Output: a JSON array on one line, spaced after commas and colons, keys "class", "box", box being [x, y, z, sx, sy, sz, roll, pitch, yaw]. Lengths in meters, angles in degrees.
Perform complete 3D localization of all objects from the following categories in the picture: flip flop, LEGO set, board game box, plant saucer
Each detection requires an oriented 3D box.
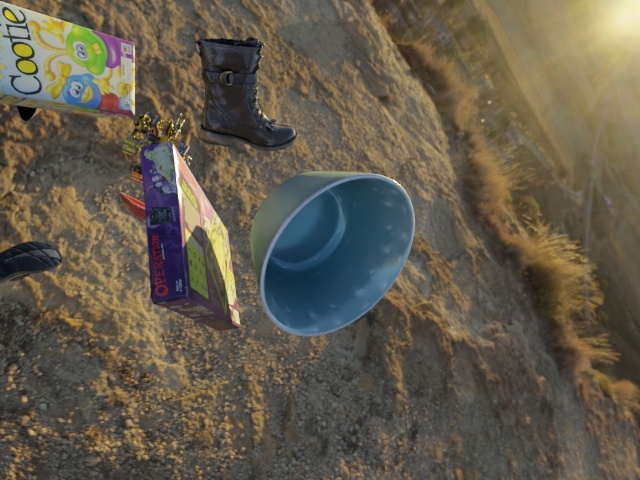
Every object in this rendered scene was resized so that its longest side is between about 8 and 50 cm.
[{"class": "flip flop", "box": [-0.967, 0.088, 1.285, 0.277, 0.080, 0.112, -33, 88, -43]}, {"class": "LEGO set", "box": [-0.633, -0.343, 1.643, 0.192, 0.331, 0.254, 24, 59, -7]}, {"class": "board game box", "box": [-0.502, -0.315, 0.738, 0.275, 0.142, 0.144, -10, 106, -54]}, {"class": "plant saucer", "box": [-0.679, -0.098, 1.672, 0.259, 0.259, 0.047, 32, 85, -39]}, {"class": "board game box", "box": [-0.191, 0.024, 0.654, 0.056, 0.346, 0.207, -6, 72, -3]}]

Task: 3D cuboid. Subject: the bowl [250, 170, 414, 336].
[{"class": "bowl", "box": [0.000, 0.000, 0.742, 0.312, 0.163, 0.311, -18, 127, -27]}]

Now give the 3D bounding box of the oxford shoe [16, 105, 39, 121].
[{"class": "oxford shoe", "box": [-0.919, -0.488, 1.300, 0.097, 0.271, 0.098, 9, 59, -28]}]

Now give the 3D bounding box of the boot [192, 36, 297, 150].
[{"class": "boot", "box": [-0.153, -0.324, 0.913, 0.263, 0.228, 0.091, -5, 36, -30]}]
